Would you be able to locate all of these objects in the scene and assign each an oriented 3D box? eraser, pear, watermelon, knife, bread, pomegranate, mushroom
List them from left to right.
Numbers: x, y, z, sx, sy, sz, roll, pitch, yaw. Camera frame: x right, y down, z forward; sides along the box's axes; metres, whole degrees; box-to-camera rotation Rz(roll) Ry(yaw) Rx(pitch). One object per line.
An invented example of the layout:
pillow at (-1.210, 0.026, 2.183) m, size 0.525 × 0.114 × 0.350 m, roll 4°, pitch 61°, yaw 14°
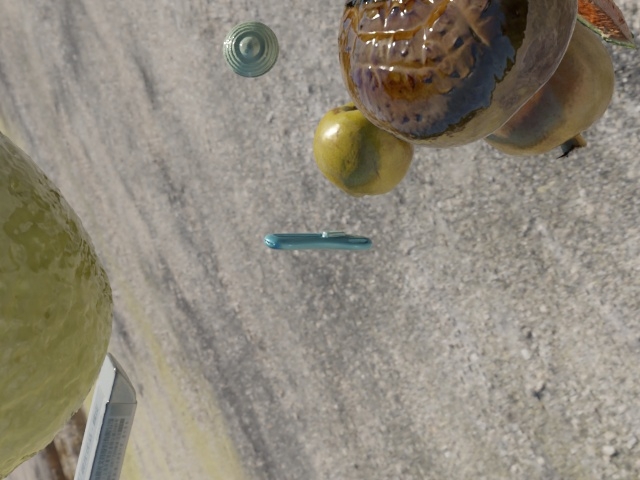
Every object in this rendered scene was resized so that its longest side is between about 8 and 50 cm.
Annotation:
bread at (-0.320, 0.054, 0.576) m, size 0.321 × 0.321 × 0.237 m, roll 27°, pitch 138°, yaw 53°
eraser at (-0.388, 0.371, 1.383) m, size 0.089 × 0.061 × 0.351 m, roll 36°, pitch 114°, yaw 55°
knife at (0.000, 0.000, 1.284) m, size 0.064 × 0.222 × 0.031 m, roll 26°, pitch 110°, yaw 46°
pear at (0.092, -0.188, 1.594) m, size 0.209 × 0.209 × 0.208 m, roll 36°, pitch 134°, yaw 48°
mushroom at (0.121, -0.206, 0.705) m, size 0.253 × 0.153 × 0.253 m, roll -32°, pitch 38°, yaw 30°
pomegranate at (0.444, -0.310, 1.581) m, size 0.319 × 0.319 × 0.319 m, roll 36°, pitch 134°, yaw 48°
watermelon at (0.448, -0.397, 1.279) m, size 0.063 × 0.245 × 0.119 m, roll -49°, pitch 39°, yaw 18°

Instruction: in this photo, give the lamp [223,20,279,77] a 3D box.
lamp at (-0.130, -0.367, 1.497) m, size 0.193 × 0.106 × 0.106 m, roll -85°, pitch -16°, yaw -80°
